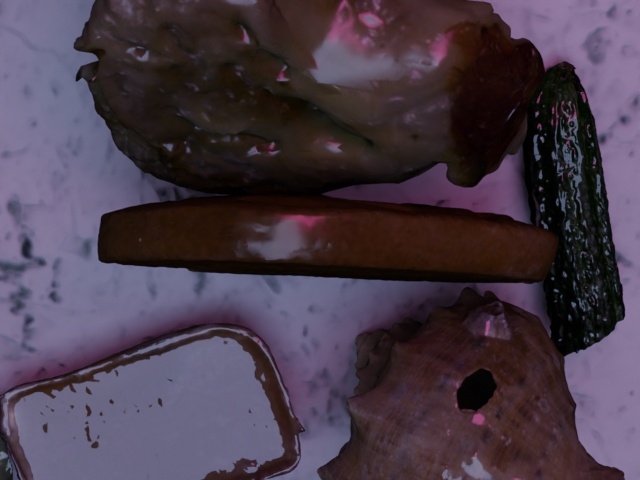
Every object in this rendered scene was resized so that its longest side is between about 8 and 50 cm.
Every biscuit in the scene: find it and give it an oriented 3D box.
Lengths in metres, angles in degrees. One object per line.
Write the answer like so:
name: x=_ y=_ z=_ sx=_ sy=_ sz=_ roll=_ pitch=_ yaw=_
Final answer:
biscuit: x=0.000 y=-0.001 z=1.271 sx=0.367 sy=0.314 sz=0.063 roll=4 pitch=88 yaw=-34

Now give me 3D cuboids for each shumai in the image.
shumai: x=-0.005 y=-0.111 z=1.181 sx=0.283 sy=0.346 sz=0.217 roll=31 pitch=72 yaw=18

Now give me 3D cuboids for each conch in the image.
conch: x=0.112 y=0.160 z=1.319 sx=0.263 sy=0.324 sz=0.186 roll=-38 pitch=120 yaw=-18

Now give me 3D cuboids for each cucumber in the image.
cucumber: x=0.218 y=-0.024 z=1.385 sx=0.077 sy=0.077 sz=0.265 roll=-14 pitch=112 yaw=0

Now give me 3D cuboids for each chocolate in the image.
chocolate: x=-0.149 y=0.167 z=1.420 sx=0.261 sy=0.083 sz=0.161 roll=-16 pitch=95 yaw=0

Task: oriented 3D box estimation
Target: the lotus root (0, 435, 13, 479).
lotus root: x=-0.377 y=0.201 z=1.414 sx=0.183 sy=0.078 sz=0.203 roll=-45 pitch=119 yaw=8
